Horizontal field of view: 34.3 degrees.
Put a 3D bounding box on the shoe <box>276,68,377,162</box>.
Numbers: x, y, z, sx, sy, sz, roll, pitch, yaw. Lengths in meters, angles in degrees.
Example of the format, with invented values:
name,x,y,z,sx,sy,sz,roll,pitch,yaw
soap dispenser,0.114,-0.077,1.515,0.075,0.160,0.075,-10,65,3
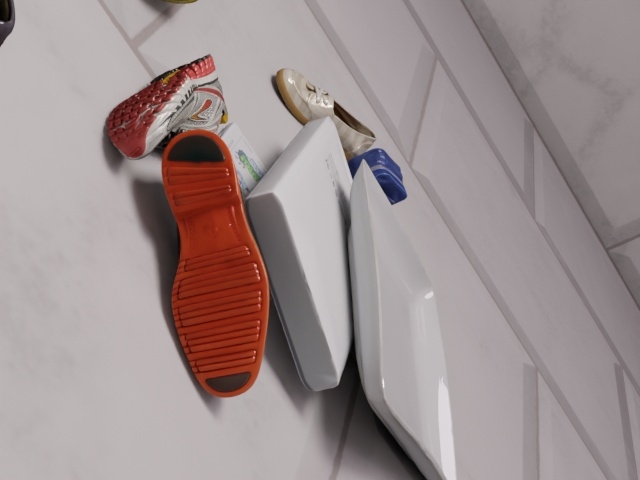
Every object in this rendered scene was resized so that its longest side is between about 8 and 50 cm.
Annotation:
name,x,y,z,sx,sy,sz,roll,pitch,yaw
shoe,0.010,-0.198,1.581,0.219,0.058,0.077,40,32,-44

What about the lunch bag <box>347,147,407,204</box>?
name,x,y,z,sx,sy,sz,roll,pitch,yaw
lunch bag,0.092,-0.089,1.629,0.098,0.067,0.065,39,33,-47

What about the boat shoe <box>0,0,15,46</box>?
name,x,y,z,sx,sy,sz,roll,pitch,yaw
boat shoe,-0.320,-0.272,0.902,0.103,0.092,0.285,22,46,-58

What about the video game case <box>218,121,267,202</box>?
name,x,y,z,sx,sy,sz,roll,pitch,yaw
video game case,-0.086,-0.054,1.268,0.157,0.019,0.143,57,24,-17

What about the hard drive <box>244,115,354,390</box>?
name,x,y,z,sx,sy,sz,roll,pitch,yaw
hard drive,0.000,0.000,1.274,0.353,0.047,0.233,-63,138,-68

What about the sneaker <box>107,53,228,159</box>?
name,x,y,z,sx,sy,sz,roll,pitch,yaw
sneaker,-0.151,-0.132,1.127,0.093,0.088,0.225,66,25,-16

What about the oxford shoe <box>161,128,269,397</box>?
name,x,y,z,sx,sy,sz,roll,pitch,yaw
oxford shoe,-0.100,0.027,1.061,0.098,0.097,0.271,78,5,-76

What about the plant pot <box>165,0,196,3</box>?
name,x,y,z,sx,sy,sz,roll,pitch,yaw
plant pot,-0.175,-0.350,1.282,0.134,0.134,0.095,24,70,-57

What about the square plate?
name,x,y,z,sx,sy,sz,roll,pitch,yaw
square plate,0.104,0.127,1.352,0.344,0.049,0.347,56,25,-51
